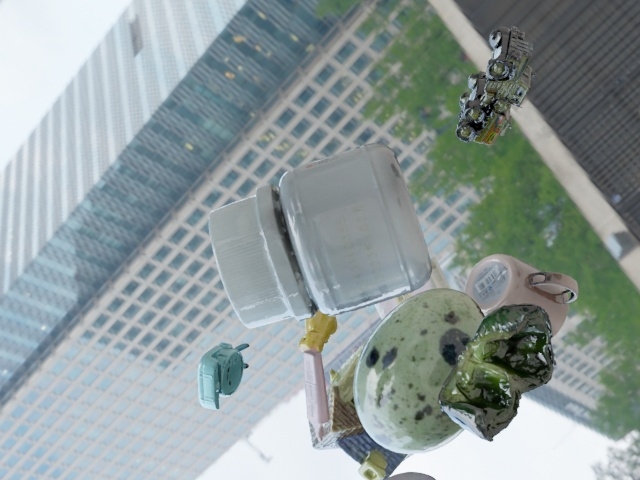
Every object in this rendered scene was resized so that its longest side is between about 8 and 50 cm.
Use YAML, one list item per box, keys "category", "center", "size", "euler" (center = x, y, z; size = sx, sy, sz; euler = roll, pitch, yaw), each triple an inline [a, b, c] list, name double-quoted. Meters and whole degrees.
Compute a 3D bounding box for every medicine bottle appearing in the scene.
- category: "medicine bottle"
  center: [0.000, 0.000, 1.332]
  size: [0.245, 0.306, 0.245]
  euler: [-18, -90, -87]

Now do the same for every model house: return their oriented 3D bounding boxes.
- category: "model house"
  center: [0.139, 0.458, 2.189]
  size: [0.321, 0.261, 0.266]
  euler: [39, -132, 4]

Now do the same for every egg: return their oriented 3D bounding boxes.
- category: "egg"
  center: [0.229, 0.286, 1.854]
  size: [0.287, 0.379, 0.287]
  euler: [25, -168, -6]

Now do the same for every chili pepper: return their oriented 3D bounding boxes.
- category: "chili pepper"
  center: [0.334, 0.238, 1.560]
  size: [0.148, 0.264, 0.116]
  euler: [24, 169, 41]

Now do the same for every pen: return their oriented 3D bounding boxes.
- category: "pen"
  center: [-0.009, 0.320, 1.722]
  size: [0.032, 0.053, 0.197]
  euler: [-17, -74, -41]

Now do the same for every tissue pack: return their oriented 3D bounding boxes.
- category: "tissue pack"
  center: [0.294, 0.183, 2.678]
  size: [0.124, 0.225, 0.185]
  euler: [-15, -101, -62]

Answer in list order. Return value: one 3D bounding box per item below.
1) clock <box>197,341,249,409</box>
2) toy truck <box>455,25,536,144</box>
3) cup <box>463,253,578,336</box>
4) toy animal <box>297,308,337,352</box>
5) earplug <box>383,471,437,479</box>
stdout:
- category: "clock"
  center: [-0.182, 0.248, 1.614]
  size: [0.045, 0.108, 0.147]
  euler: [9, -158, 22]
- category: "toy truck"
  center: [0.377, -0.318, 1.786]
  size: [0.127, 0.257, 0.127]
  euler: [17, -130, 1]
- category: "cup"
  center: [0.499, 0.133, 2.075]
  size: [0.200, 0.253, 0.191]
  euler: [29, -126, -33]
- category: "toy animal"
  center: [-0.013, 0.207, 1.801]
  size: [0.159, 0.070, 0.083]
  euler: [-72, -33, -52]
- category: "earplug"
  center: [0.204, 0.621, 1.674]
  size: [0.172, 0.172, 0.301]
  euler: [-97, -12, -56]
